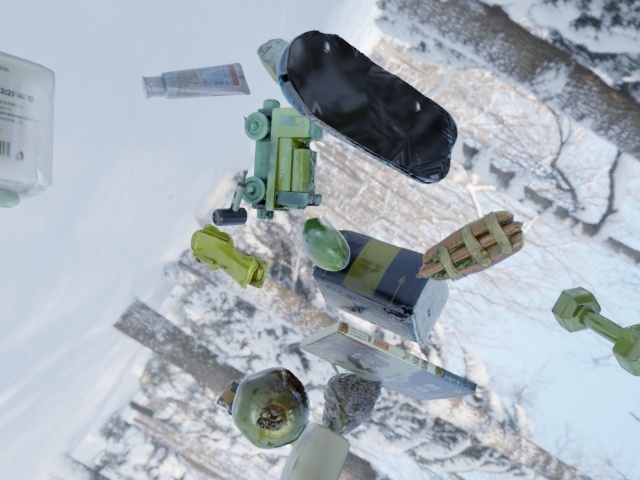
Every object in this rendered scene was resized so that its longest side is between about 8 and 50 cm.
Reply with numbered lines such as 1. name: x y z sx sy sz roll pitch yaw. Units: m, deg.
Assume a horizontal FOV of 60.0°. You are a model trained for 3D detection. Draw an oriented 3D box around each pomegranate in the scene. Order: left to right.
1. pomegranate: -0.130 0.407 1.343 0.198 0.198 0.246 -56 158 6

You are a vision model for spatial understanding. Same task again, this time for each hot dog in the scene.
1. hot dog: -0.099 -0.572 1.886 0.082 0.270 0.162 -35 -169 49
2. hot dog: 0.333 0.022 1.244 0.270 0.109 0.072 -31 170 29

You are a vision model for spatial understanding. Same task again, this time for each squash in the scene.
1. squash: 0.000 0.000 1.478 0.107 0.107 0.395 -56 -166 6

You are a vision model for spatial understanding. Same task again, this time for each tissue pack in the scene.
1. tissue pack: -0.670 -0.215 0.966 0.194 0.357 0.265 -10 -101 36
2. tissue pack: 0.211 0.156 1.957 0.253 0.417 0.264 -57 146 -23

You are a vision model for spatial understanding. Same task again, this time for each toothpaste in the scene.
1. toothpaste: -0.280 -0.358 1.256 0.234 0.089 0.057 -13 165 -21

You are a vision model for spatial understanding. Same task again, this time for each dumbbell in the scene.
1. dumbbell: 0.700 0.215 1.358 0.108 0.121 0.302 -38 -158 -1

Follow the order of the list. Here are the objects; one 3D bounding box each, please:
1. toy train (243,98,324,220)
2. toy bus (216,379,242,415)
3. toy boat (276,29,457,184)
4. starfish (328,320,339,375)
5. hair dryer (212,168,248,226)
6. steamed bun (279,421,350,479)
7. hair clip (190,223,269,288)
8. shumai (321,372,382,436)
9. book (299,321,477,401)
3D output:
1. toy train: -0.118 -0.257 1.783 0.160 0.254 0.396 -3 98 -68
2. toy bus: -0.232 0.522 1.771 0.103 0.182 0.091 -61 179 -29
3. toy boat: 0.060 -0.182 0.812 0.092 0.299 0.134 -11 -124 61
4. starfish: 0.045 0.415 2.114 0.223 0.050 0.216 159 -69 -82
5. hair dryer: -0.257 -0.130 1.676 0.101 0.057 0.197 -5 128 -42
6. steamed bun: -0.026 0.655 1.575 0.241 0.146 0.164 -61 -179 -30
7. hair clip: -0.153 0.023 0.901 0.046 0.173 0.072 14 97 -50
8. shumai: 0.078 0.546 1.870 0.185 0.184 0.218 -47 174 26
9. book: 0.179 0.352 1.561 0.300 0.428 0.039 -42 -156 60
